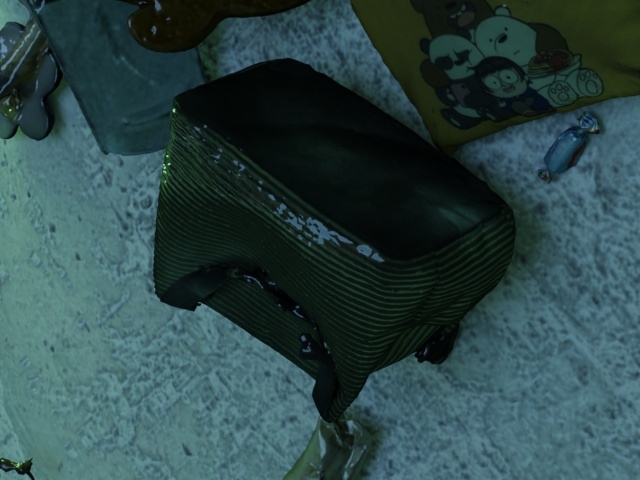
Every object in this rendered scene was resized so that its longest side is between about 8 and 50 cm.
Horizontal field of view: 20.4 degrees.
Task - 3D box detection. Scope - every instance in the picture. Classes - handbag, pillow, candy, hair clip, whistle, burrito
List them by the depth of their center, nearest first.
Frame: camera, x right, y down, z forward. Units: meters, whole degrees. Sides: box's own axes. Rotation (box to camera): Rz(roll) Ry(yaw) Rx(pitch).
[{"bbox_3d":[0.150,-0.230,1.615,0.310,0.119,0.312,-12,117,45],"label":"pillow"},{"bbox_3d":[0.234,-0.085,1.676,0.030,0.020,0.083,49,121,25],"label":"candy"},{"bbox_3d":[0.000,0.000,1.716,0.341,0.247,0.240,34,127,23],"label":"handbag"},{"bbox_3d":[-0.012,0.267,1.876,0.087,0.060,0.226,40,117,22],"label":"burrito"},{"bbox_3d":[-0.237,-0.294,1.880,0.168,0.188,0.404,-22,85,-6],"label":"whistle"},{"bbox_3d":[-0.334,-0.229,2.067,0.146,0.075,0.257,44,112,29],"label":"hair clip"}]

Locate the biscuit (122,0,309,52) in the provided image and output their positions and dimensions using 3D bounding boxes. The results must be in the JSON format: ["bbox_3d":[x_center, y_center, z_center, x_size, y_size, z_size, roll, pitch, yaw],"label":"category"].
[{"bbox_3d":[-0.130,-0.343,1.775,0.367,0.063,0.314,7,97,-5],"label":"biscuit"}]

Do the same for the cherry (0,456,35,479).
[{"bbox_3d":[-0.378,0.367,2.145,0.107,0.090,0.225,4,97,39],"label":"cherry"}]
